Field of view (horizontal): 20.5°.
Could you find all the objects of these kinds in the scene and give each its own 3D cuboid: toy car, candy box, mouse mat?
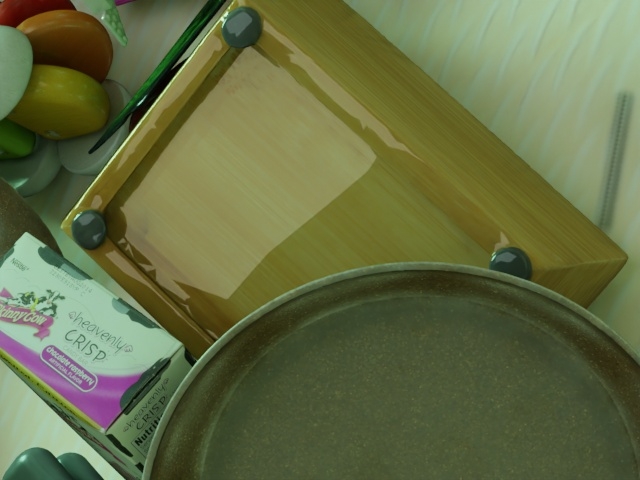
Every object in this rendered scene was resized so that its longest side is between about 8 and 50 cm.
[{"bbox_3d":[-0.230,-0.120,1.317,0.182,0.159,0.136,-14,63,35],"label":"toy car"},{"bbox_3d":[-0.106,0.112,1.104,0.159,0.233,0.071,31,73,39],"label":"candy box"},{"bbox_3d":[-0.093,-0.127,1.164,0.152,0.007,0.189,-54,9,-16],"label":"mouse mat"}]

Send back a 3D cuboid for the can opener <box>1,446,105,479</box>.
[{"bbox_3d":[-0.100,0.223,1.142,0.280,0.074,0.093,38,98,34],"label":"can opener"}]

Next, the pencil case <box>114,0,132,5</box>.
[{"bbox_3d":[-0.092,-0.226,1.277,0.236,0.104,0.104,-2,77,39],"label":"pencil case"}]

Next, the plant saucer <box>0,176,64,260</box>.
[{"bbox_3d":[-0.275,0.002,1.303,0.198,0.198,0.036,2,43,38],"label":"plant saucer"}]

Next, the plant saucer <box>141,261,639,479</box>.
[{"bbox_3d":[0.055,0.153,0.989,0.310,0.310,0.050,-52,10,15],"label":"plant saucer"}]

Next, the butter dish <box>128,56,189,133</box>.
[{"bbox_3d":[-0.075,-0.068,1.206,0.160,0.118,0.160,-35,59,25],"label":"butter dish"}]

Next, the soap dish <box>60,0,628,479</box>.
[{"bbox_3d":[0.000,0.000,1.068,0.291,0.118,0.229,43,105,10],"label":"soap dish"}]

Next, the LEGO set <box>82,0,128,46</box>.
[{"bbox_3d":[-0.148,-0.241,1.243,0.244,0.060,0.182,-50,45,-10],"label":"LEGO set"}]
